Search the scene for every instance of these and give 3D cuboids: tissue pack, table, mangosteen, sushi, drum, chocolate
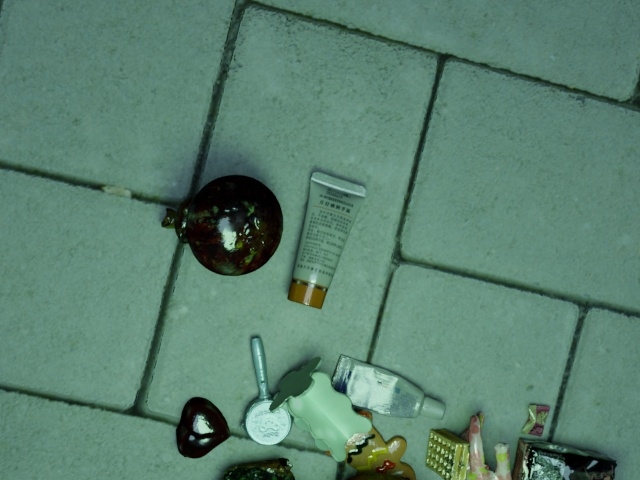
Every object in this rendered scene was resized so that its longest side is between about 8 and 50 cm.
[{"bbox_3d":[0.572,0.666,1.935,0.245,0.123,0.332,10,88,-2],"label":"tissue pack"},{"bbox_3d":[0.005,0.395,1.812,0.166,0.166,0.198,-42,104,-3],"label":"table"},{"bbox_3d":[-0.226,-0.042,1.782,0.289,0.231,0.231,14,91,32],"label":"mangosteen"},{"bbox_3d":[-0.179,0.598,1.830,0.287,0.140,0.149,-46,104,-4],"label":"sushi"},{"bbox_3d":[-0.115,0.359,1.873,0.130,0.049,0.253,7,90,-6],"label":"drum"},{"bbox_3d":[-0.274,0.453,1.844,0.125,0.080,0.148,19,89,-7],"label":"chocolate"}]

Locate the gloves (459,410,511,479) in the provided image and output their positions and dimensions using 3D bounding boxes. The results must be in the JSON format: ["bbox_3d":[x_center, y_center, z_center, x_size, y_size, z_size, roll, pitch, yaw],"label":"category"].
[{"bbox_3d":[0.376,0.531,1.887,0.126,0.145,0.241,-25,109,-15],"label":"gloves"}]

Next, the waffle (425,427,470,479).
[{"bbox_3d":[0.302,0.512,1.879,0.042,0.148,0.102,10,89,-17],"label":"waffle"}]

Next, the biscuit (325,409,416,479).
[{"bbox_3d":[0.137,0.532,1.918,0.165,0.036,0.250,-43,97,-2],"label":"biscuit"}]

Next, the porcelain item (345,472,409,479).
[{"bbox_3d":[0.140,0.656,1.794,0.253,0.253,0.252,0,93,-7],"label":"porcelain item"}]

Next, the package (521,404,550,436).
[{"bbox_3d":[0.534,0.449,1.964,0.059,0.029,0.083,10,102,-14],"label":"package"}]

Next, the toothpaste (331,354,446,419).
[{"bbox_3d":[0.163,0.373,1.905,0.283,0.068,0.099,18,58,2],"label":"toothpaste"}]

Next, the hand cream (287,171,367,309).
[{"bbox_3d":[0.000,0.000,1.854,0.140,0.089,0.314,20,86,-8],"label":"hand cream"}]
